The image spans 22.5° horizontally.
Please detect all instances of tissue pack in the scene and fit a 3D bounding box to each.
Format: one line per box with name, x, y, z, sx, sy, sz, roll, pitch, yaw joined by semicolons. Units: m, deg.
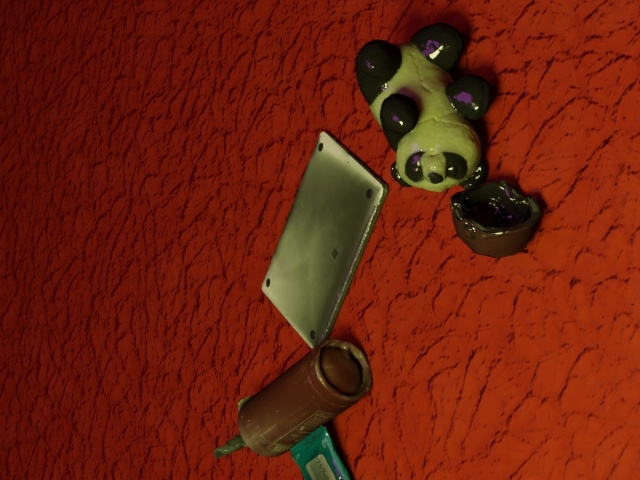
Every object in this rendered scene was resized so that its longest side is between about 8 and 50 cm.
tissue pack;0.012;0.326;2.177;0.085;0.028;0.138;-42;71;39

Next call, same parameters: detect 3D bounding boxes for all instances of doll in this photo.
doll;0.131;-0.165;2.020;0.135;0.144;0.234;91;160;-51

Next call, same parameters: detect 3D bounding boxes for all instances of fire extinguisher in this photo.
fire extinguisher;-0.046;0.232;2.220;0.269;0.105;0.104;-40;54;44

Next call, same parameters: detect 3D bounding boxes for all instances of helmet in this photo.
helmet;0.209;-0.017;1.918;0.123;0.098;0.070;47;150;48

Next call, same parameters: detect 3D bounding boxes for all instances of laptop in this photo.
laptop;0.000;0.000;2.271;0.187;0.015;0.269;46;121;48
